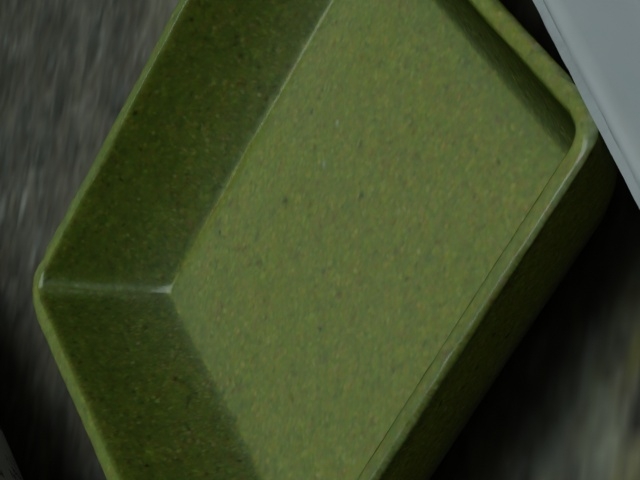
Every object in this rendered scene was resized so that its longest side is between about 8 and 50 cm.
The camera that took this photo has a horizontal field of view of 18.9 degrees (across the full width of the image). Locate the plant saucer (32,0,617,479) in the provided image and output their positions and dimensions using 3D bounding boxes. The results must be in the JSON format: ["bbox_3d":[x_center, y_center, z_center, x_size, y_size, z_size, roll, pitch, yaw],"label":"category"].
[{"bbox_3d":[0.000,0.000,0.530,0.188,0.045,0.188,-59,37,22],"label":"plant saucer"}]

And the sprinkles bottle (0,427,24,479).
[{"bbox_3d":[-0.159,0.094,0.655,0.121,0.121,0.355,-61,36,20],"label":"sprinkles bottle"}]

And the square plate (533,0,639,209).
[{"bbox_3d":[0.174,-0.105,0.297,0.347,0.049,0.344,-52,35,29],"label":"square plate"}]
